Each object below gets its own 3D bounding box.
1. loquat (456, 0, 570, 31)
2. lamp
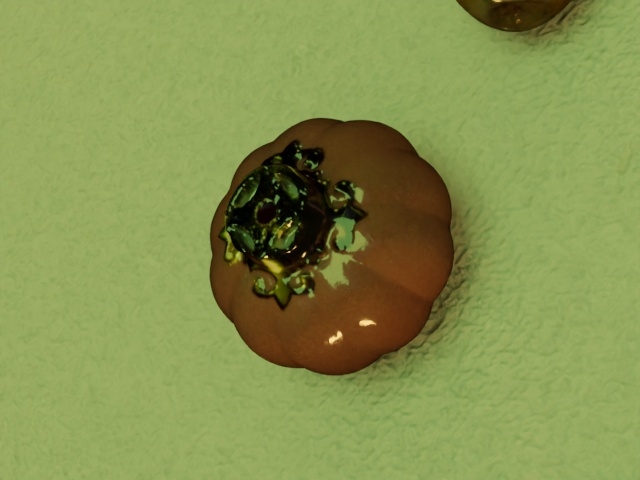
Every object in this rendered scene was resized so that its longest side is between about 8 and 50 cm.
[{"bbox_3d":[0.223,-0.355,1.423,0.179,0.179,0.227,-7,70,30],"label":"loquat"},{"bbox_3d":[0.000,0.000,1.415,0.305,0.240,0.305,-10,70,30],"label":"lamp"}]
